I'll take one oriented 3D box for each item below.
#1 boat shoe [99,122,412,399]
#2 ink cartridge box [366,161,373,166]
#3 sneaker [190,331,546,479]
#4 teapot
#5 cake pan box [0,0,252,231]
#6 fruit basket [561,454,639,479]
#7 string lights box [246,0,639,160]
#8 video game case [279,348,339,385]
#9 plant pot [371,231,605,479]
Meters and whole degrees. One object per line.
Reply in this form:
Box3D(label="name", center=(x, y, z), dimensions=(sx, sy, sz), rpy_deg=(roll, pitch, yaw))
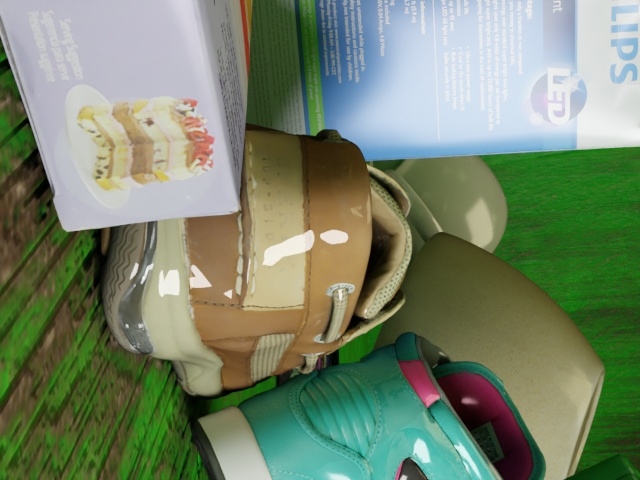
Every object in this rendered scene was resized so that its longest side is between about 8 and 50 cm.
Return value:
Box3D(label="boat shoe", center=(-0.015, 0.015, 0.646), dimensions=(0.324, 0.120, 0.122), rpy_deg=(46, 41, -84))
Box3D(label="ink cartridge box", center=(0.006, -0.097, 1.307), dimensions=(0.208, 0.087, 0.153), rpy_deg=(77, 10, -66))
Box3D(label="sneaker", center=(0.038, 0.149, 0.779), dimensions=(0.295, 0.178, 0.123), rpy_deg=(80, -15, -58))
Box3D(label="teapot", center=(0.077, -0.043, 1.537), dimensions=(0.187, 0.256, 0.252), rpy_deg=(52, 43, -23))
Box3D(label="cake pan box", center=(-0.068, -0.181, 0.437), dimensions=(0.245, 0.070, 0.266), rpy_deg=(-92, 176, -46))
Box3D(label="fruit basket", center=(0.096, 0.296, 0.767), dimensions=(0.165, 0.353, 0.327), rpy_deg=(42, 6, -1))
Box3D(label="string lights box", center=(0.056, -0.120, 0.783), dimensions=(0.076, 0.260, 0.133), rpy_deg=(-85, 172, -65))
Box3D(label="video game case", center=(-0.008, 0.147, 1.237), dimensions=(0.210, 0.042, 0.232), rpy_deg=(77, 10, -61))
Box3D(label="plant pot", center=(0.165, 0.153, 1.308), dimensions=(0.284, 0.191, 0.284), rpy_deg=(17, 90, -74))
